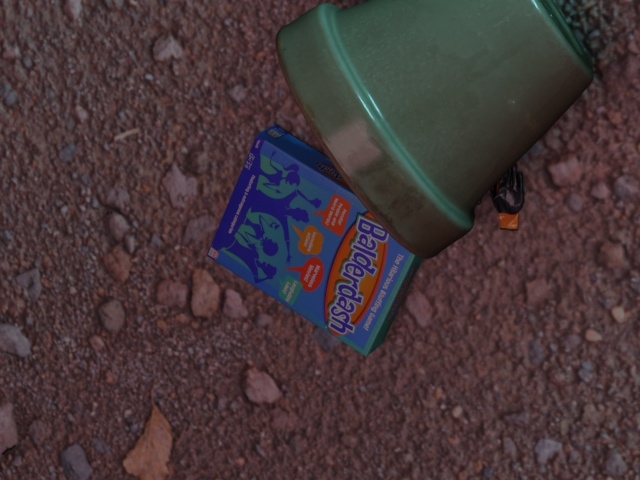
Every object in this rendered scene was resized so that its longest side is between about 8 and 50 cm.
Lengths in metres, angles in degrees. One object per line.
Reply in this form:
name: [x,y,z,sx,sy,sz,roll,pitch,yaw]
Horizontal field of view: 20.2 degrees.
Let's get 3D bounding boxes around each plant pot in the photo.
plant pot: [0.121,-0.150,1.676,0.229,0.263,0.263,-33,90,15]

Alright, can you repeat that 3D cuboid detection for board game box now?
board game box: [0.000,0.000,1.889,0.210,0.047,0.160,31,118,14]

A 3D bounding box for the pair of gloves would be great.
pair of gloves: [0.165,-0.048,1.809,0.083,0.010,0.074,8,110,24]
